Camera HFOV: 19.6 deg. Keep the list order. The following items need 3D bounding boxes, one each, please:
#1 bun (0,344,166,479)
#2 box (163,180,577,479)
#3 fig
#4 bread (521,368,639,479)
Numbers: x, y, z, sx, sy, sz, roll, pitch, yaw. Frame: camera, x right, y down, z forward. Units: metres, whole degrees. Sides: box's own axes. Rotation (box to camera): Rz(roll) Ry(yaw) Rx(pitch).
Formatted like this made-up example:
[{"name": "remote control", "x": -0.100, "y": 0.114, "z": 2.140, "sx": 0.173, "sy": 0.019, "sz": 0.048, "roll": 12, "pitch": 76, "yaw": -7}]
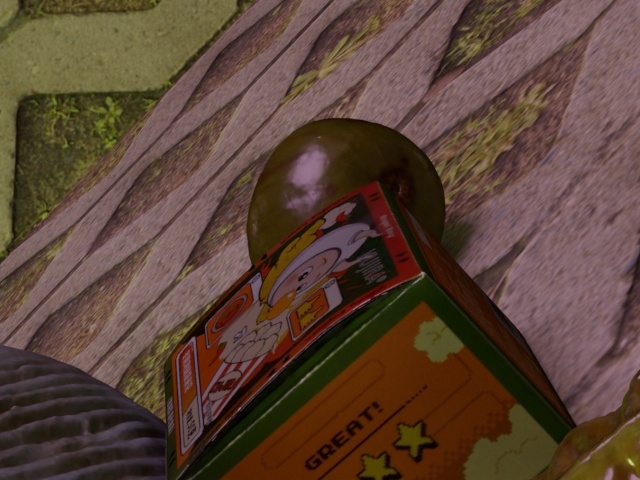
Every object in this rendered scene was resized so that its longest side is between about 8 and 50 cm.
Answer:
[{"name": "bun", "x": -0.207, "y": 0.194, "z": 1.043, "sx": 0.362, "sy": 0.362, "sz": 0.211, "roll": -86, "pitch": 9, "yaw": -68}, {"name": "box", "x": 0.019, "y": 0.089, "z": 1.021, "sx": 0.177, "sy": 0.148, "sz": 0.195, "roll": -41, "pitch": 16, "yaw": 7}, {"name": "fig", "x": 0.004, "y": -0.015, "z": 1.343, "sx": 0.186, "sy": 0.148, "sz": 0.142, "roll": -3, "pitch": 85, "yaw": 46}, {"name": "bread", "x": 0.083, "y": 0.151, "z": 0.778, "sx": 0.367, "sy": 0.077, "sz": 0.084, "roll": -44, "pitch": 59, "yaw": 19}]
